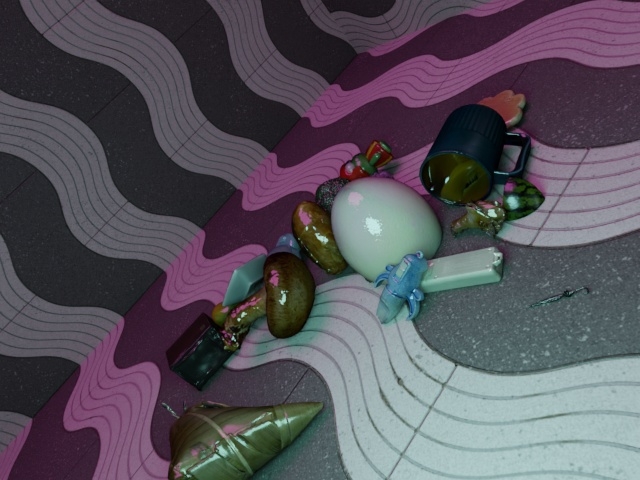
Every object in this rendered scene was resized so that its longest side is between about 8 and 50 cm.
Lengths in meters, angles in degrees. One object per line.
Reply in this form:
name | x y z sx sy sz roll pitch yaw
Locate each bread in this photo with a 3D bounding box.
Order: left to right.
bread | 0.672 -0.483 1.831 0.316 0.054 0.316 -33 28 20

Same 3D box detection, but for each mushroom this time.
mushroom | -0.192 0.207 1.710 0.357 0.334 0.331 2 23 12

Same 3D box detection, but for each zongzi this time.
zongzi | -0.256 0.591 1.481 0.467 0.218 0.500 -24 10 -18

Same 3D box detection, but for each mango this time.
mango | -0.331 0.291 1.923 0.251 0.114 0.156 -17 -11 -16

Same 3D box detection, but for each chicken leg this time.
chicken leg | 0.485 -0.068 1.431 0.081 0.125 0.196 -14 10 -38

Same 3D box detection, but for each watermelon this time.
watermelon | 0.603 -0.121 1.412 0.135 0.125 0.094 -56 -5 13

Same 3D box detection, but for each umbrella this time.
umbrella | 0.577 0.139 1.119 0.149 0.022 0.022 -23 7 33

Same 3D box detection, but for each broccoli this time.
broccoli | 0.098 -0.124 1.882 0.298 0.297 0.297 -36 7 13

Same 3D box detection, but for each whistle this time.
whistle | 0.245 0.143 1.397 0.180 0.093 0.269 48 125 38

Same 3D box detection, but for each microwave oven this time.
microwave oven | -0.488 0.459 1.886 0.247 0.178 0.188 -48 28 -9

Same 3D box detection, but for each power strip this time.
power strip | 0.393 0.095 1.380 0.338 0.058 0.098 -16 39 41

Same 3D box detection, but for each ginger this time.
ginger | 0.000 0.000 1.724 0.165 0.321 0.172 -29 10 -1

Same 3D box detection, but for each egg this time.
egg | 0.193 -0.071 1.575 0.355 0.340 0.354 -31 32 22

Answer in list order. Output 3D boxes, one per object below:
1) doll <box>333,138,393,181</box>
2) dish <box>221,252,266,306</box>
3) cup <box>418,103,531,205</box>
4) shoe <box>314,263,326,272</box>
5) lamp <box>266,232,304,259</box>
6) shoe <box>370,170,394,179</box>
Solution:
doll | 0.180 -0.312 2.117 0.363 0.160 0.182 -36 14 18
dish | -0.286 0.172 1.867 0.243 0.080 0.181 -35 -30 -63
cup | 0.529 -0.310 1.577 0.308 0.242 0.292 -14 37 47
shoe | -0.004 0.067 1.908 0.078 0.079 0.195 -23 36 7
lamp | -0.166 0.097 2.008 0.209 0.147 0.284 -20 34 44
shoe | 0.254 -0.242 1.948 0.095 0.137 0.245 -25 33 23
